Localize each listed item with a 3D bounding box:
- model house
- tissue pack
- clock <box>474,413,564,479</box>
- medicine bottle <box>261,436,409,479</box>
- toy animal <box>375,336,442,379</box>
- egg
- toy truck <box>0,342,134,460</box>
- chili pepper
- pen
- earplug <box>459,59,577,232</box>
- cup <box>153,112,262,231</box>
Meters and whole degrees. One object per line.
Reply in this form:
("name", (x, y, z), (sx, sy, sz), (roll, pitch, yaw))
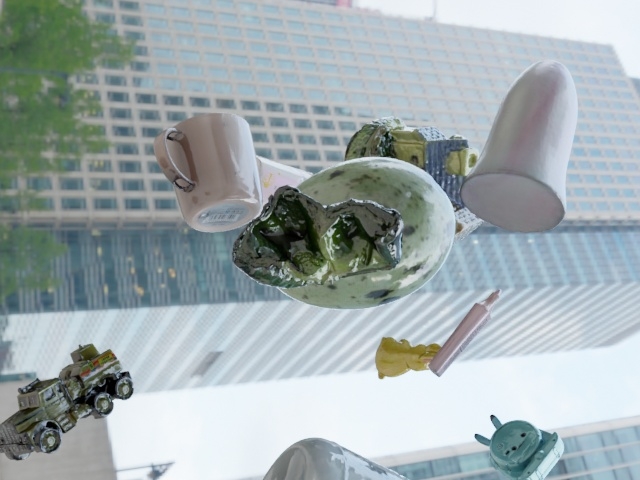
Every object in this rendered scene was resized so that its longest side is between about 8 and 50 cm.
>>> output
("model house", (0.225, -0.115, 1.951), (0.266, 0.261, 0.321), (8, -73, 35))
("tissue pack", (-0.132, -0.129, 2.412), (0.124, 0.225, 0.185), (40, -71, 52))
("clock", (0.337, 0.356, 1.459), (0.147, 0.108, 0.045), (21, -30, 51))
("medicine bottle", (0.060, 0.435, 1.156), (0.245, 0.306, 0.245), (-56, -166, 21))
("toy animal", (0.176, 0.227, 1.610), (0.159, 0.070, 0.083), (-10, -129, 49))
("egg", (0.072, -0.010, 1.612), (0.287, 0.379, 0.288), (162, -90, -75))
("toy truck", (-0.471, 0.293, 1.539), (0.127, 0.257, 0.127), (-15, -74, 37))
("chili pepper", (-0.004, -0.005, 1.305), (0.148, 0.264, 0.116), (75, 7, -52))
("pen", (0.267, 0.163, 1.528), (0.032, 0.053, 0.197), (35, -100, 30))
("earplug", (0.356, -0.183, 1.428), (0.172, 0.172, 0.301), (-32, -147, 58))
("cup", (-0.242, -0.144, 1.782), (0.191, 0.253, 0.200), (-28, -116, 29))
